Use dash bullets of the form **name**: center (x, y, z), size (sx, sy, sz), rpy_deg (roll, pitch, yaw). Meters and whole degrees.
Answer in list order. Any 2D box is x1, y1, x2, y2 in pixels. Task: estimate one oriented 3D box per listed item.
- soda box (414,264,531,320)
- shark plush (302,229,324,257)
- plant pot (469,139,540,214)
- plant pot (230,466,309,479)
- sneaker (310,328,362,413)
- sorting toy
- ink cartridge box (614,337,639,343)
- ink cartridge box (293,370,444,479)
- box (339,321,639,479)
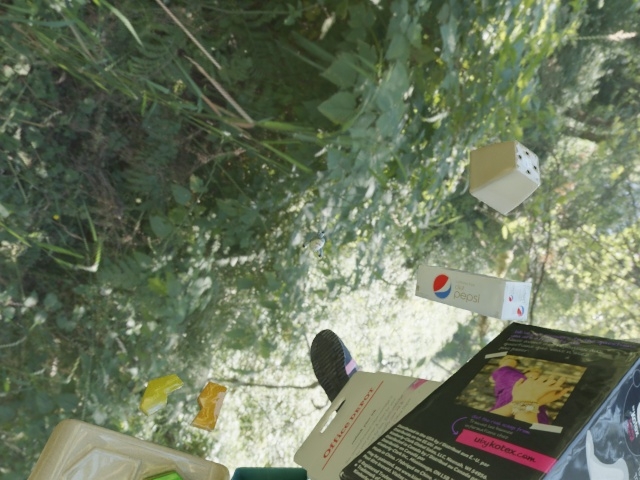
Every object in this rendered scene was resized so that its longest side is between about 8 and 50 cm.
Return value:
- **soda box**: center (0.281, 0.094, 0.883), size (0.216, 0.074, 0.069), rpy_deg (9, -88, 59)
- **shark plush**: center (0.000, 0.000, 1.565), size (0.067, 0.073, 0.161), rpy_deg (-57, 176, 18)
- **plant pot**: center (0.371, -0.134, 0.924), size (0.096, 0.109, 0.109), rpy_deg (-30, -138, 50)
- **plant pot**: center (-0.108, 0.623, 0.954), size (0.165, 0.165, 0.234), rpy_deg (-50, 138, -83)
- **sneaker**: center (0.074, 0.379, 1.222), size (0.112, 0.319, 0.131), rpy_deg (-38, 137, 11)
- **sorting toy**: center (-0.230, 0.303, 0.563), size (0.041, 0.229, 0.307), rpy_deg (-50, -159, 51)
- **ink cartridge box**: center (0.642, 0.282, 1.090), size (0.207, 0.097, 0.046), rpy_deg (-14, -146, 37)
- **ink cartridge box**: center (0.116, 0.314, 0.673), size (0.207, 0.119, 0.353), rpy_deg (-48, -168, -23)
- **box**: center (0.178, 0.213, 0.414), size (0.270, 0.165, 0.143), rpy_deg (-26, -166, -31)
